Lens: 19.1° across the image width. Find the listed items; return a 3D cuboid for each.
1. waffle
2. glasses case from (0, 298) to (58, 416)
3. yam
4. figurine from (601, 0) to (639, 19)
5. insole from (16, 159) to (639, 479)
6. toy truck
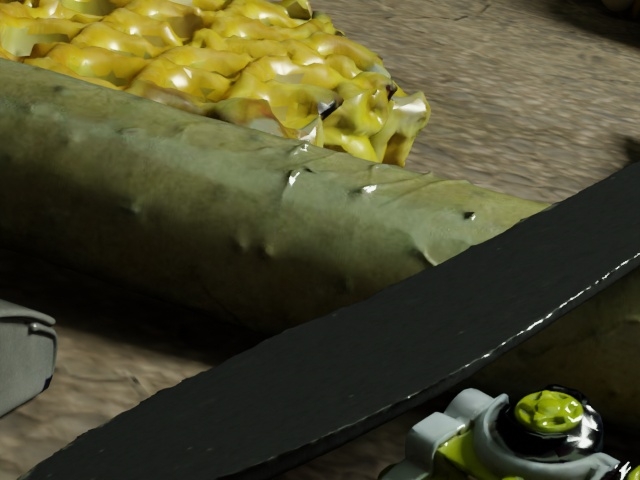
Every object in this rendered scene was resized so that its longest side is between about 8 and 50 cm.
[{"bbox_3d":[-0.115,-0.084,0.872,0.329,0.062,0.329,9,19,-3],"label":"waffle"},{"bbox_3d":[-0.180,0.014,0.584,0.191,0.042,0.072,16,11,15],"label":"glasses case"},{"bbox_3d":[0.000,0.000,0.664,0.371,0.083,0.083,16,19,11],"label":"yam"},{"bbox_3d":[0.287,-0.226,1.382,0.215,0.187,0.344,14,7,-35],"label":"figurine"},{"bbox_3d":[0.042,0.019,0.553,0.309,0.012,0.110,-26,13,-33],"label":"insole"},{"bbox_3d":[0.050,0.087,0.464,0.077,0.076,0.111,-29,39,-33],"label":"toy truck"}]
